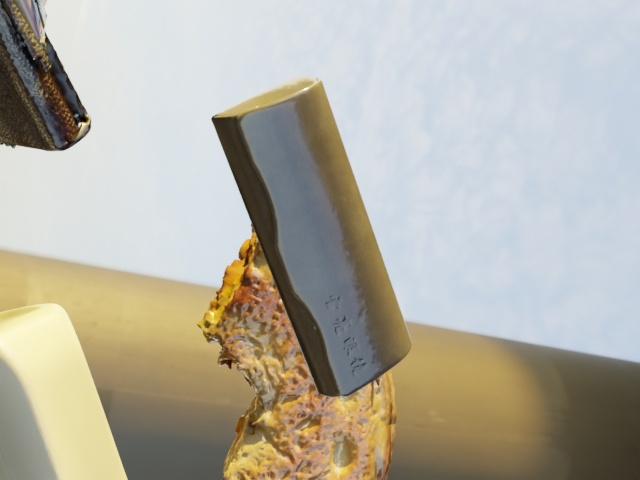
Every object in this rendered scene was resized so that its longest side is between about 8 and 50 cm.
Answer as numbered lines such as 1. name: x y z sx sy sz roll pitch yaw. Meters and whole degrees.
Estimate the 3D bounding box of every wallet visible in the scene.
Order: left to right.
1. wallet: -0.327 -0.192 0.938 0.262 0.221 0.071 12 -131 43

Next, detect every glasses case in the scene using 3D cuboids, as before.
1. glasses case: -0.001 -0.001 0.636 0.042 0.072 0.191 12 -52 53

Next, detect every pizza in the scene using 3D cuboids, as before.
1. pizza: -0.020 0.118 0.870 0.085 0.161 0.306 179 -98 -73

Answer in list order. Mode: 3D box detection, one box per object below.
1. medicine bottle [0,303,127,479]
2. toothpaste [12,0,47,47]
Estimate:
1. medicine bottle: -0.234 0.223 0.861 0.179 0.124 0.324 -13 -83 34
2. toothpaste: -0.224 -0.209 0.717 0.045 0.028 0.170 -107 177 -46
